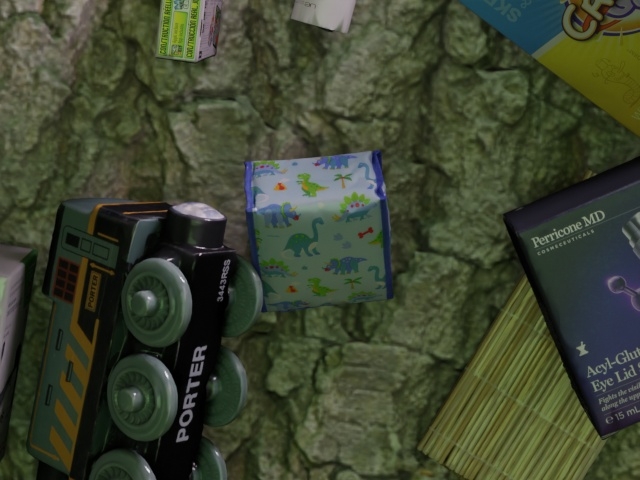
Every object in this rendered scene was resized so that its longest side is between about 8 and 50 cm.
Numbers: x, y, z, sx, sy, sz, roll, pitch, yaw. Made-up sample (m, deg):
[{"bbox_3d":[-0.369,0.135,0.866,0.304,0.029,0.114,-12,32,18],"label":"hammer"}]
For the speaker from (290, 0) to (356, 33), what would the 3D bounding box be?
[{"bbox_3d":[0.016,-0.255,1.514,0.055,0.055,0.136,15,99,-1],"label":"speaker"}]

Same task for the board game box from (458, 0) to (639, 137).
[{"bbox_3d":[0.287,-0.232,1.463,0.316,0.064,0.242,36,122,-4],"label":"board game box"}]

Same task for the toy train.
[{"bbox_3d":[-0.170,0.115,1.519,0.190,0.142,0.334,21,106,34],"label":"toy train"}]

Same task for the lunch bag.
[{"bbox_3d":[0.000,0.000,1.533,0.128,0.096,0.151,-5,127,2],"label":"lunch bag"}]

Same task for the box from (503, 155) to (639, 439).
[{"bbox_3d":[0.272,0.046,1.507,0.153,0.108,0.207,-24,99,4],"label":"box"}]

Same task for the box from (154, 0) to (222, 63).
[{"bbox_3d":[-0.107,-0.212,1.445,0.036,0.207,0.114,7,97,0],"label":"box"}]

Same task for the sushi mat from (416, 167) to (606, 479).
[{"bbox_3d":[0.231,0.105,1.581,0.151,0.019,0.316,30,98,-4],"label":"sushi mat"}]

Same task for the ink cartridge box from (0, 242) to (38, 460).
[{"bbox_3d":[-0.322,0.112,1.524,0.086,0.153,0.208,11,99,-2],"label":"ink cartridge box"}]
